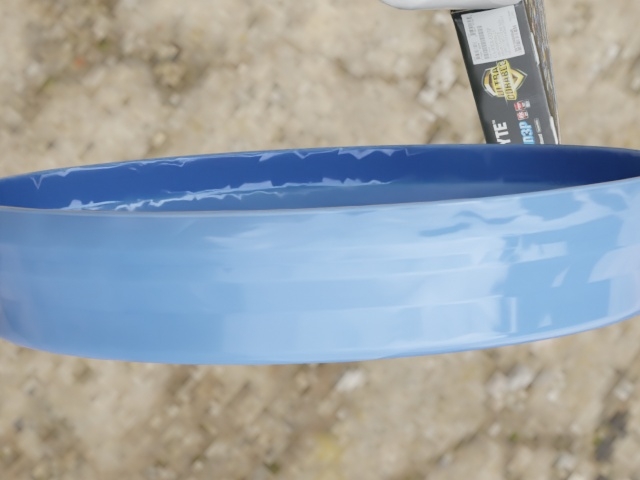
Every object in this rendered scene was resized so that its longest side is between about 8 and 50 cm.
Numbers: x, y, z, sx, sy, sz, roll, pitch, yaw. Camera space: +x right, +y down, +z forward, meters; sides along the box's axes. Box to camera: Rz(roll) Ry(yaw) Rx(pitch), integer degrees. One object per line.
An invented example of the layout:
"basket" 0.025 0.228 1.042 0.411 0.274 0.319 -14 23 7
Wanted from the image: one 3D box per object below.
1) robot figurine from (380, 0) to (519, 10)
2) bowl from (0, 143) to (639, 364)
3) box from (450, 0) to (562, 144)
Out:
"robot figurine" 0.081 -0.234 0.755 0.353 0.200 0.300 -7 110 -61
"bowl" 0.000 0.000 1.057 0.391 0.391 0.077 -9 100 -43
"box" 0.124 -0.174 1.365 0.051 0.220 0.175 -10 139 10
